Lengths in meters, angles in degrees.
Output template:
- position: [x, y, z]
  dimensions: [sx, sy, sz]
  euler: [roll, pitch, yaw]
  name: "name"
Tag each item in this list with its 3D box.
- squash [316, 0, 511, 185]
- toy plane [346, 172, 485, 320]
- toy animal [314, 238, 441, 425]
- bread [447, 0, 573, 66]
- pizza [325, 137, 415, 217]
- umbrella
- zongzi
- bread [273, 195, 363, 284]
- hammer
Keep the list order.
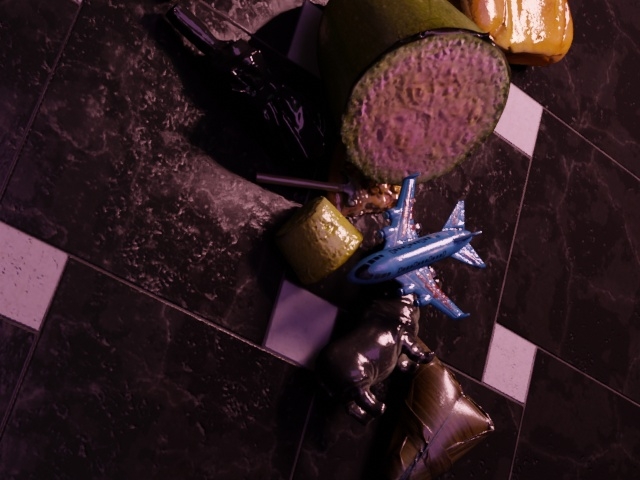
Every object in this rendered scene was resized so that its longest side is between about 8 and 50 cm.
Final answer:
- position: [0.118, -0.300, 1.875]
  dimensions: [0.310, 0.310, 0.309]
  euler: [14, 31, -35]
  name: "squash"
- position: [0.151, 0.024, 1.821]
  dimensions: [0.271, 0.105, 0.254]
  euler: [-18, 89, -25]
  name: "toy plane"
- position: [0.114, 0.150, 1.869]
  dimensions: [0.168, 0.106, 0.343]
  euler: [33, 57, -4]
  name: "toy animal"
- position: [0.360, -0.439, 2.154]
  dimensions: [0.294, 0.132, 0.167]
  euler: [3, 87, -39]
  name: "bread"
- position: [0.096, -0.097, 1.939]
  dimensions: [0.195, 0.052, 0.185]
  euler: [21, 73, -34]
  name: "pizza"
- position: [-0.116, -0.254, 1.780]
  dimensions: [0.340, 0.118, 0.118]
  euler: [41, 60, -19]
  name: "umbrella"
- position: [0.150, 0.297, 1.895]
  dimensions: [0.221, 0.112, 0.242]
  euler: [-34, 82, -25]
  name: "zongzi"
- position: [0.000, 0.000, 1.817]
  dimensions: [0.114, 0.111, 0.129]
  euler: [48, 52, -12]
  name: "bread"
- position: [-0.024, -0.098, 1.842]
  dimensions: [0.182, 0.017, 0.062]
  euler: [8, 79, -23]
  name: "hammer"
